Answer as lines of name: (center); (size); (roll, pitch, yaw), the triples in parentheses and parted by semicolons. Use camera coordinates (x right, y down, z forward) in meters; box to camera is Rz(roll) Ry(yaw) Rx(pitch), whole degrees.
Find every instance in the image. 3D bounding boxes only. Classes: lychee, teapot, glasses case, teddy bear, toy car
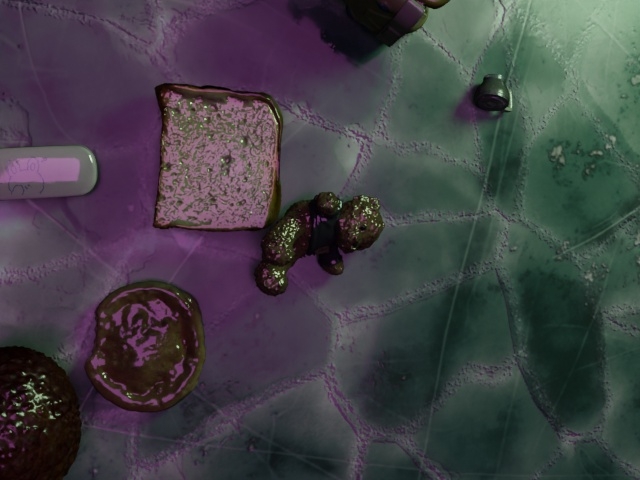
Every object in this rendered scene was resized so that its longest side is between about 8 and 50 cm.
lychee: (-0.504, 0.302, 1.245); (0.260, 0.260, 0.261); (-1, 93, -10)
teapot: (0.331, -0.276, 1.452); (0.088, 0.066, 0.057); (22, 71, -32)
glasses case: (-0.500, -0.114, 1.311); (0.233, 0.059, 0.092); (-3, 95, -11)
teddy bear: (-0.011, -0.015, 1.375); (0.251, 0.182, 0.129); (-18, 58, -18)
toy car: (0.160, -0.525, 1.318); (0.226, 0.242, 0.336); (34, 89, -7)

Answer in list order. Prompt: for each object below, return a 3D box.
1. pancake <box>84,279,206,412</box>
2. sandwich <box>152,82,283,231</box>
pancake: (-0.309, 0.190, 1.372); (0.222, 0.042, 0.236); (30, 87, -8)
sandwich: (-0.179, -0.143, 1.352); (0.226, 0.087, 0.251); (2, 96, -8)
